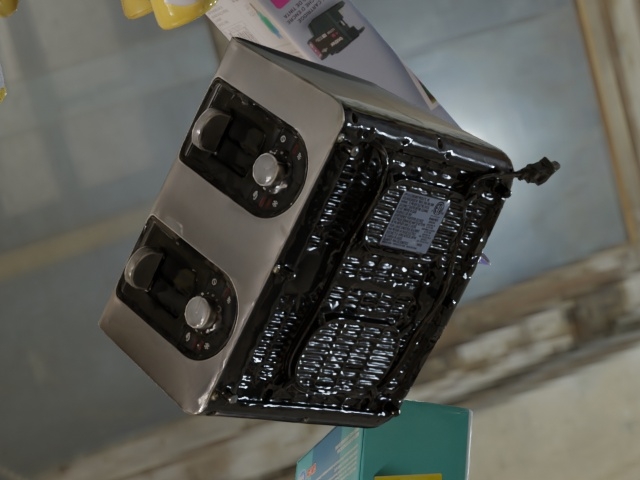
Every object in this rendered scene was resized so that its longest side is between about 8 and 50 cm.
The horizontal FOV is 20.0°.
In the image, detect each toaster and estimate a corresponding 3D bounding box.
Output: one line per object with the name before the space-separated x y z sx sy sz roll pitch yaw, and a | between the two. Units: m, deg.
toaster | 0.000 0.000 0.912 0.110 0.168 0.186 35 -165 36

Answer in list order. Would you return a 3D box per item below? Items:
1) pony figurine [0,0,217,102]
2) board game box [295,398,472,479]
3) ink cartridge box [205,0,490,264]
pony figurine | -0.197 -0.289 1.115 0.351 0.363 0.303 -20 -160 27
board game box | 0.028 0.302 1.283 0.079 0.336 0.254 8 162 -9
ink cartridge box | 0.020 -0.115 1.384 0.065 0.311 0.186 -41 -170 -9
